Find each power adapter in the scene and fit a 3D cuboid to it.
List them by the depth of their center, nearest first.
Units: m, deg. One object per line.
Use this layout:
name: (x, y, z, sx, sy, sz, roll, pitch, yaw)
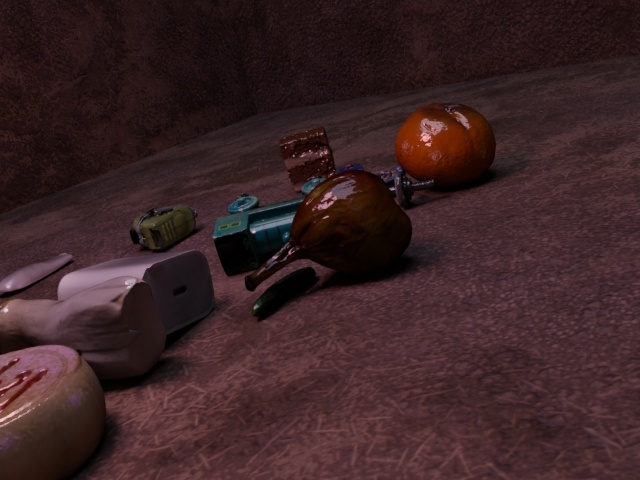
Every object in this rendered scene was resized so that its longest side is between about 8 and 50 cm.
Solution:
power adapter: (-0.340, 0.098, 1.344, 0.255, 0.124, 0.187, -7, 7, 27)

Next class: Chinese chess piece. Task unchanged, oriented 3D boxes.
Chinese chess piece: (-0.410, 0.240, 0.987, 0.270, 0.112, 0.270, -14, 18, 4)

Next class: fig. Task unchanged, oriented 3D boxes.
fig: (0.014, -0.014, 1.300, 0.290, 0.190, 0.191, -17, 14, -36)

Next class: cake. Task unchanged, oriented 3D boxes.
cake: (-0.031, -0.218, 2.091, 0.135, 0.147, 0.134, -14, 15, 5)

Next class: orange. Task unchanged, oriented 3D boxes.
orange: (0.278, -0.216, 1.727, 0.224, 0.170, 0.224, 0, 26, 0)

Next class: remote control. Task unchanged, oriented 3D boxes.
remote control: (-0.712, 0.076, 1.917, 0.073, 0.044, 0.229, -10, 18, 29)

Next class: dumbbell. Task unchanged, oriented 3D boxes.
dumbbell: (0.124, -0.100, 1.681, 0.254, 0.081, 0.081, -10, 17, 19)

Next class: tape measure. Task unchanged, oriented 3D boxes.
tape measure: (-0.395, -0.037, 1.931, 0.154, 0.087, 0.177, -5, 17, 34)

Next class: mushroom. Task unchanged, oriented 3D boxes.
mushroom: (-0.387, 0.133, 1.209, 0.329, 0.159, 0.122, -2, 1, 30)

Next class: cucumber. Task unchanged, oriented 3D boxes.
cucumber: (-0.062, 0.083, 1.323, 0.033, 0.036, 0.184, -36, -1, 43)

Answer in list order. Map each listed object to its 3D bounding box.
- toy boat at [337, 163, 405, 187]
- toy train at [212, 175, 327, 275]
toy boat: (0.090, -0.132, 1.789, 0.223, 0.097, 0.100, -16, 19, 0)
toy train: (-0.072, -0.032, 1.584, 0.298, 0.120, 0.194, -14, 24, 4)
